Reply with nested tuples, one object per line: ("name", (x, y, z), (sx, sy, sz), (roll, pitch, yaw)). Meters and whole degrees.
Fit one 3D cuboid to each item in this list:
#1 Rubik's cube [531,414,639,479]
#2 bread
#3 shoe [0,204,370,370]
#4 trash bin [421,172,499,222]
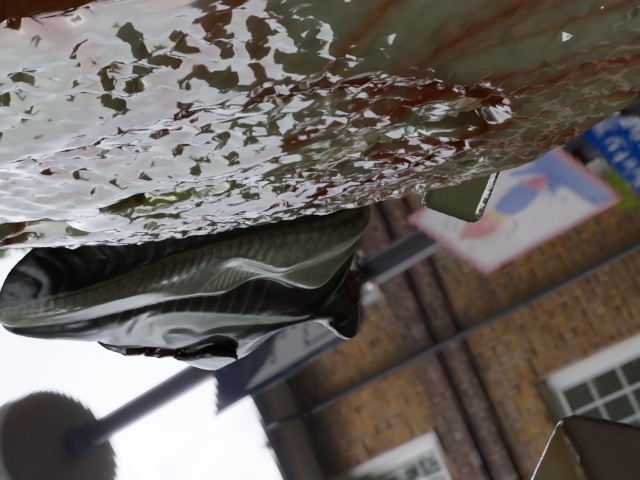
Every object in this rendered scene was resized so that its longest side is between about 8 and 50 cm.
("Rubik's cube", (0.273, 0.354, 0.822), (0.347, 0.344, 0.346), (14, -154, -13))
("bread", (-0.019, -0.078, 0.459), (0.295, 0.327, 0.114), (-11, -99, -7))
("shoe", (-0.073, 0.033, 0.838), (0.099, 0.228, 0.112), (-102, -6, -55))
("trash bin", (0.085, -0.058, 0.806), (0.043, 0.061, 0.092), (20, -149, 1))
